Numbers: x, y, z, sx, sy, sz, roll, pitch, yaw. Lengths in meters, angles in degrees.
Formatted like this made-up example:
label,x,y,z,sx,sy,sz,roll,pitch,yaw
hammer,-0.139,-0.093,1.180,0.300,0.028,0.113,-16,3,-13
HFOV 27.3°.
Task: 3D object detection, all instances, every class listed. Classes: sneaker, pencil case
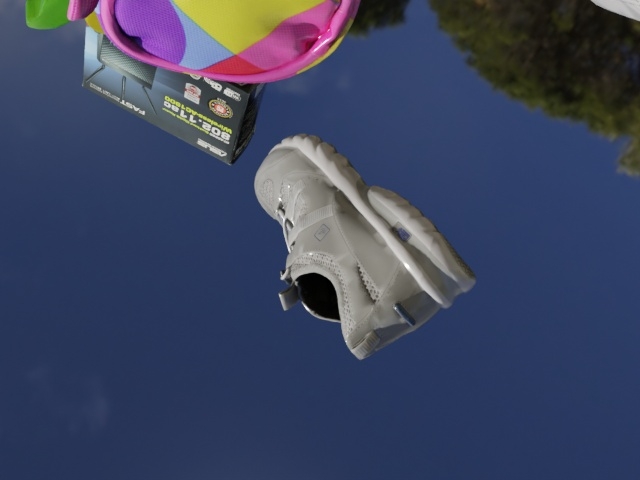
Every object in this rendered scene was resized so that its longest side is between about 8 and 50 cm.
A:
label,x,y,z,sx,sy,sz,roll,pitch,yaw
sneaker,0.000,0.000,1.019,0.105,0.115,0.281,51,173,-27
pencil case,-0.038,-0.171,0.493,0.104,0.104,0.236,10,-125,-18

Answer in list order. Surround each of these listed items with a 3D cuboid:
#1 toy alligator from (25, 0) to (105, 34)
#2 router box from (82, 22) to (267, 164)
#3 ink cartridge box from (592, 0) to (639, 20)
label,x,y,z,sx,sy,sz,roll,pitch,yaw
toy alligator,-0.057,-0.139,0.563,0.051,0.189,0.056,40,-144,-57
router box,-0.097,-0.112,0.874,0.122,0.092,0.038,28,-118,4
ink cartridge box,0.115,-0.201,0.567,0.190,0.140,0.082,31,-176,-30
